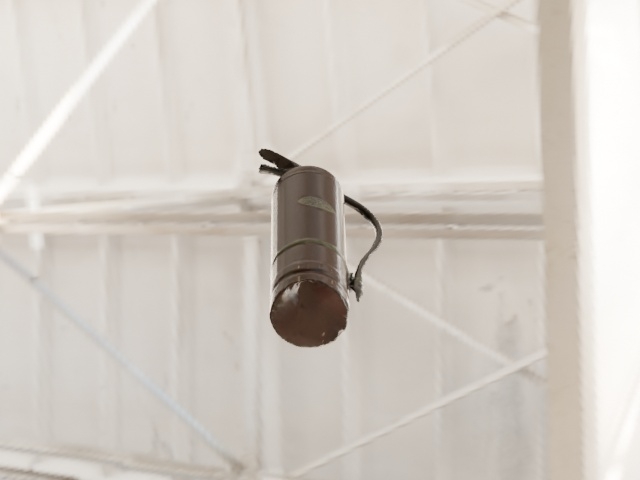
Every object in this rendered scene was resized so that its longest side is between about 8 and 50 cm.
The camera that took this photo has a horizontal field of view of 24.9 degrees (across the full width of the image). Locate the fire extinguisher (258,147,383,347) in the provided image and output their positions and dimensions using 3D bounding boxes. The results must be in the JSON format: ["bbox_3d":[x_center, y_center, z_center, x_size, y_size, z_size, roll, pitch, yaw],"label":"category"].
[{"bbox_3d":[0.000,0.000,0.825,0.078,0.157,0.045,19,-61,-13],"label":"fire extinguisher"}]
